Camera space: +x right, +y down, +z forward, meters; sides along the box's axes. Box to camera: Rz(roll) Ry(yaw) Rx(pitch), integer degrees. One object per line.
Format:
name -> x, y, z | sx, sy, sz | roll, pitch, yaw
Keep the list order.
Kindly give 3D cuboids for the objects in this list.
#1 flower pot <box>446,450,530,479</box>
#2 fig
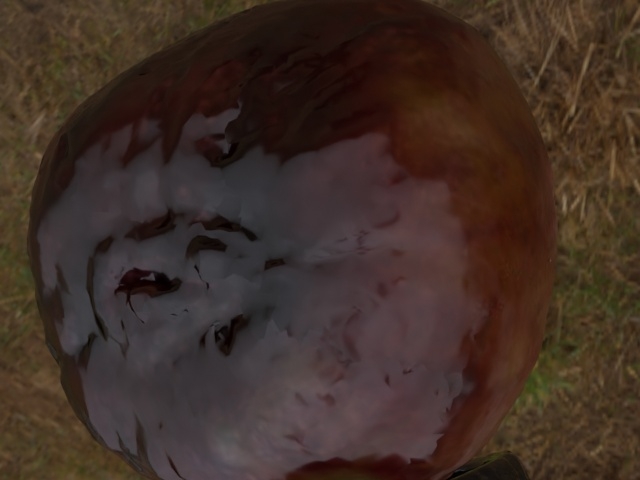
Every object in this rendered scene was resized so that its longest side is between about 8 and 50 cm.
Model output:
flower pot -> 0.071, 0.323, 0.816 | 0.267, 0.267, 0.267 | -28, 76, 34
fig -> -0.006, -0.002, 0.481 | 0.224, 0.263, 0.224 | 8, 127, 11
